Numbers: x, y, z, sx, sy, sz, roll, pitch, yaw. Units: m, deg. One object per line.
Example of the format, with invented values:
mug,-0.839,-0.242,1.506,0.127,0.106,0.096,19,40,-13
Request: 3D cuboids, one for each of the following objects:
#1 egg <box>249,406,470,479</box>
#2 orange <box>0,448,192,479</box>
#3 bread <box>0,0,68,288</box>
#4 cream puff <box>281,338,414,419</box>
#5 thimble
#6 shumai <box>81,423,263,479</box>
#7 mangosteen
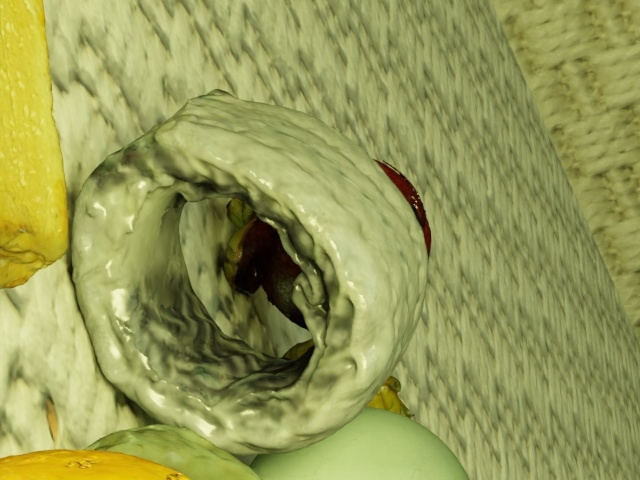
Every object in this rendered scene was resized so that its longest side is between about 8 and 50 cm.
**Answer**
egg,0.030,0.217,1.482,0.264,0.183,0.182,32,44,-78
orange,-0.117,0.216,0.906,0.246,0.246,0.246,-16,90,-74
bread,-0.208,-0.079,1.153,0.114,0.083,0.211,28,48,-61
cream puff,0.023,0.143,1.655,0.146,0.116,0.146,55,25,-40
thimble,-0.049,0.022,1.351,0.245,0.217,0.157,59,17,-3
shumai,-0.048,0.212,1.176,0.260,0.222,0.225,47,33,-49
mangosteen,0.000,0.000,1.644,0.166,0.180,0.166,14,90,-70
